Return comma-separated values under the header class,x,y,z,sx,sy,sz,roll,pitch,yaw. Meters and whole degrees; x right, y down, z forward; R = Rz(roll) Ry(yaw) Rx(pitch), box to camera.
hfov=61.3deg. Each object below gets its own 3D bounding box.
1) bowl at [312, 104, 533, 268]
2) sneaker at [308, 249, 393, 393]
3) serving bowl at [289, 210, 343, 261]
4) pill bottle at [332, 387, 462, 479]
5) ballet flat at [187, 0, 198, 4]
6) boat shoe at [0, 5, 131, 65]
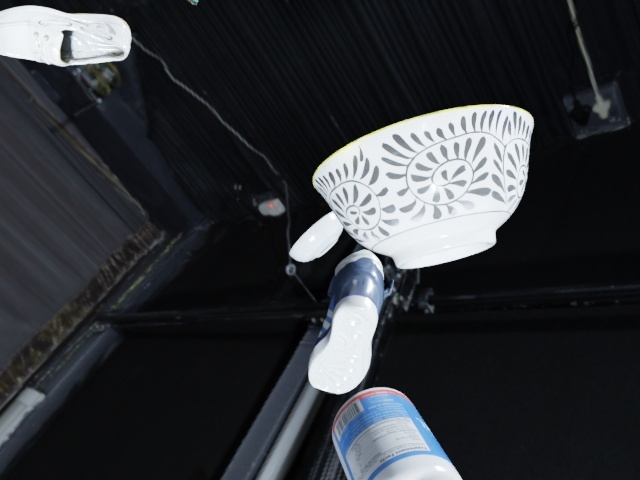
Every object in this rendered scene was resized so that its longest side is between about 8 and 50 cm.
class,x,y,z,sx,sy,sz,roll,pitch,yaw
bowl,0.084,-0.026,0.406,0.170,0.080,0.170,-12,167,-3
sneaker,0.067,0.174,1.241,0.130,0.323,0.236,15,-141,0
serving bowl,0.000,0.000,0.684,0.083,0.027,0.083,-41,171,-8
pill bottle,0.098,0.289,0.652,0.124,0.124,0.221,-36,-156,0
ballet flat,-0.259,-0.469,0.965,0.041,0.114,0.041,-26,-171,4
boat shoe,-0.516,-0.389,1.054,0.277,0.098,0.096,-6,-128,-12
